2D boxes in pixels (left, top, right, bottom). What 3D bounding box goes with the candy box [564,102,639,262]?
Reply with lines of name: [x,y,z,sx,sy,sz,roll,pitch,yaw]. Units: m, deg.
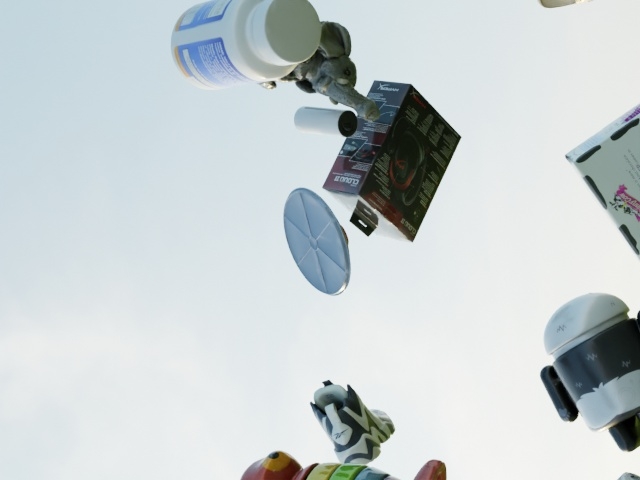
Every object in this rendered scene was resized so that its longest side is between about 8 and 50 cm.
candy box: [0.428,-0.100,1.460,0.159,0.233,0.071,54,-172,-8]

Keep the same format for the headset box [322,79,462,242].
headset box: [0.145,-0.150,2.587,0.218,0.110,0.293,38,-108,-44]

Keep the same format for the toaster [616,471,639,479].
toaster: [0.439,0.405,1.693,0.129,0.146,0.227,-47,-22,-6]

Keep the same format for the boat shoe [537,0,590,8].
boat shoe: [0.401,-0.387,1.860,0.063,0.170,0.059,60,-157,-22]

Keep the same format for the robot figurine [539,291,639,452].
robot figurine: [0.508,0.225,2.183,0.278,0.209,0.173,61,171,14]

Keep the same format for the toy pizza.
toy pizza: [0.000,0.000,2.187,0.032,0.201,0.201,-22,-69,-28]

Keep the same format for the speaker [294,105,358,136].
speaker: [0.011,-0.235,2.470,0.055,0.136,0.055,-9,-76,-39]

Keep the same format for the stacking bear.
stacking bear: [0.014,0.381,1.781,0.175,0.289,0.164,-45,-41,-52]

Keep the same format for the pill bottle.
pill bottle: [-0.121,-0.334,2.070,0.152,0.272,0.152,-1,-88,-36]

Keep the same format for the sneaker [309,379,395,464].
sneaker: [0.053,0.307,2.243,0.153,0.094,0.235,62,-160,-4]

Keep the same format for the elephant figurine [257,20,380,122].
elephant figurine: [-0.003,-0.341,2.432,0.169,0.239,0.186,-174,97,-72]
